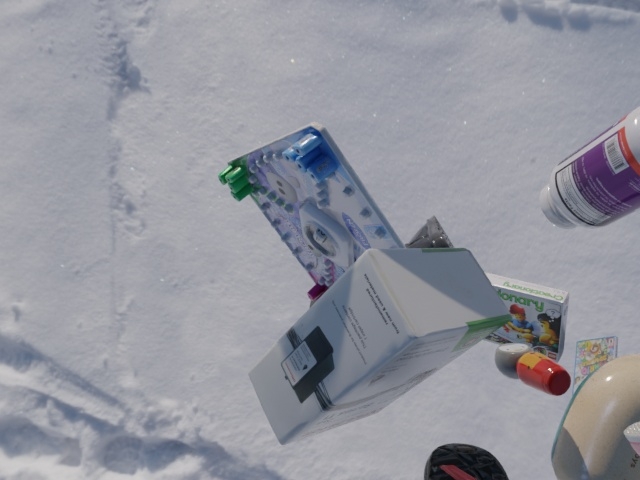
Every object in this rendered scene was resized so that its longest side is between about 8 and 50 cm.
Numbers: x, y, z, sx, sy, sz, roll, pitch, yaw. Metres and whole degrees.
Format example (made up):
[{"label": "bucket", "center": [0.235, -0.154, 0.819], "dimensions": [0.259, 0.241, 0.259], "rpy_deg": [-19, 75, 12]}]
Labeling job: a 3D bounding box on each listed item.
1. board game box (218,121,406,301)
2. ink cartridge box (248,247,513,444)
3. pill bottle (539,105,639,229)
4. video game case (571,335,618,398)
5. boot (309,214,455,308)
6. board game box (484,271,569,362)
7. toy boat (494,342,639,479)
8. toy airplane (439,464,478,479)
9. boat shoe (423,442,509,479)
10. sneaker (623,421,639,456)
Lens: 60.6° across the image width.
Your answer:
[{"label": "board game box", "center": [0.000, 0.000, 0.981], "dimensions": [0.050, 0.390, 0.390], "rpy_deg": [-43, 108, -22]}, {"label": "ink cartridge box", "center": [0.051, 0.101, 0.525], "dimensions": [0.208, 0.153, 0.086], "rpy_deg": [-48, 58, 36]}, {"label": "pill bottle", "center": [0.634, -0.140, 1.192], "dimensions": [0.182, 0.323, 0.181], "rpy_deg": [7, 67, -16]}, {"label": "video game case", "center": [0.722, 0.337, 1.442], "dimensions": [0.015, 0.119, 0.166], "rpy_deg": [28, 63, -19]}, {"label": "boot", "center": [0.196, 0.100, 1.702], "dimensions": [0.445, 0.367, 0.146], "rpy_deg": [-32, 88, 14]}, {"label": "board game box", "center": [0.466, 0.182, 1.407], "dimensions": [0.305, 0.192, 0.053], "rpy_deg": [13, 37, 35]}, {"label": "toy boat", "center": [0.440, 0.273, 0.916], "dimensions": [0.318, 0.148, 0.267], "rpy_deg": [35, 86, -14]}, {"label": "toy airplane", "center": [0.155, 0.244, 0.502], "dimensions": [0.151, 0.151, 0.028], "rpy_deg": [14, 101, 19]}, {"label": "boat shoe", "center": [0.165, 0.379, 0.565], "dimensions": [0.123, 0.119, 0.324], "rpy_deg": [8, 37, 0]}, {"label": "sneaker", "center": [0.435, 0.259, 0.659], "dimensions": [0.051, 0.134, 0.070], "rpy_deg": [-25, 80, -15]}]
